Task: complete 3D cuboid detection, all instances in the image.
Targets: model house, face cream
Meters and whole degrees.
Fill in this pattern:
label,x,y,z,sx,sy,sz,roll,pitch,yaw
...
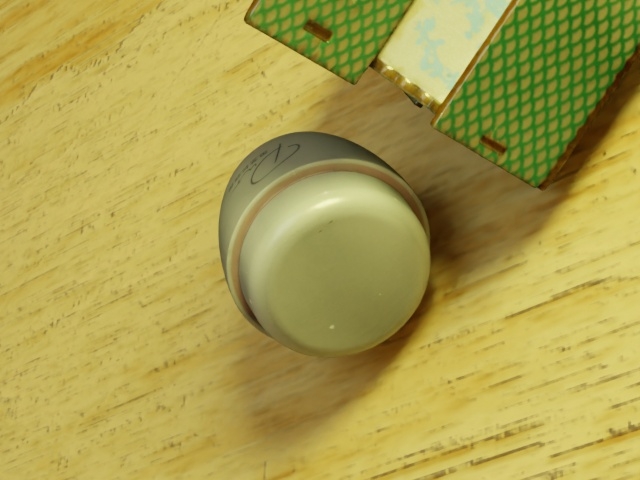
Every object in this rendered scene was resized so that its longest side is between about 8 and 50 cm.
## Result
label,x,y,z,sx,sy,sz,roll,pitch,yaw
model house,0.079,-0.144,1.039,0.206,0.271,0.178,39,97,18
face cream,0.000,0.000,1.095,0.117,0.117,0.104,-53,30,13
